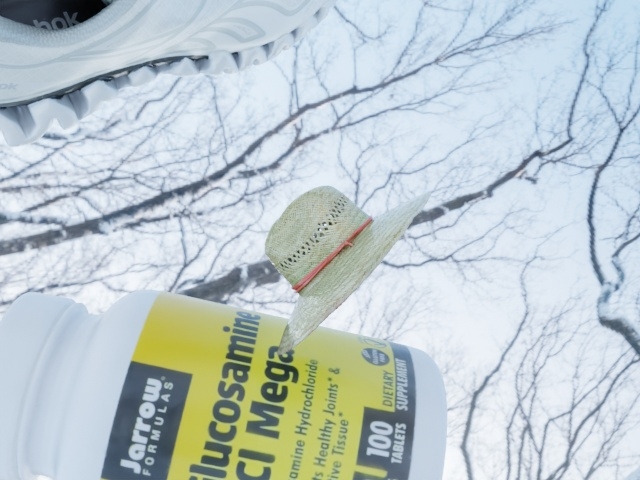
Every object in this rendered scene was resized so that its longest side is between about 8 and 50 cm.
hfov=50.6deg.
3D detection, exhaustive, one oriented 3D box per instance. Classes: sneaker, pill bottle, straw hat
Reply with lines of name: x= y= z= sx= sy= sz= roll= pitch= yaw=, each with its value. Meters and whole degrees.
sneaker: x=-0.082 y=-0.148 z=0.373 sx=0.110 sy=0.292 sz=0.118 roll=57 pitch=-22 yaw=0
pill bottle: x=-0.084 y=0.146 z=0.540 sx=0.188 sy=0.333 sz=0.188 roll=-167 pitch=-90 yaw=-85
straw hat: x=0.000 y=0.000 z=0.438 sx=0.061 sy=0.144 sz=0.144 roll=44 pitch=-45 yaw=-3
